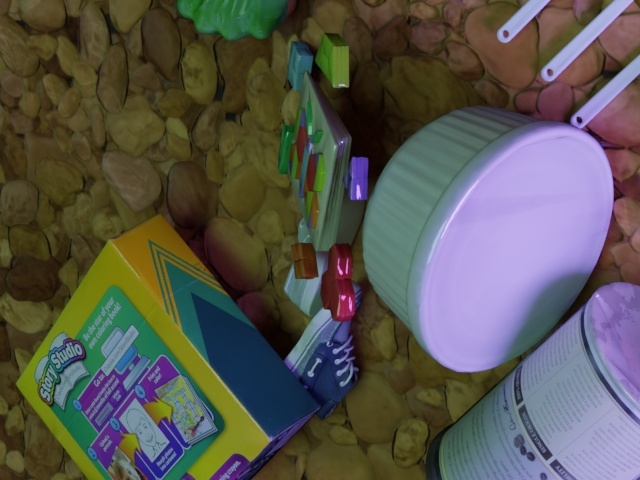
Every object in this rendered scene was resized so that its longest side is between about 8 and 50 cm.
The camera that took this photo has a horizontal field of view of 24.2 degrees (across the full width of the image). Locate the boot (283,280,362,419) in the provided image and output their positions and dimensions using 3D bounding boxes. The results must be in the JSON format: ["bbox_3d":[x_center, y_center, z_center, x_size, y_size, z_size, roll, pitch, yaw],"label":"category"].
[{"bbox_3d":[0.020,0.132,1.789,0.086,0.069,0.190,42,133,9],"label":"boot"}]

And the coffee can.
[{"bbox_3d":[0.269,0.203,1.552,0.201,0.201,0.275,49,126,11],"label":"coffee can"}]

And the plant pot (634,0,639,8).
[{"bbox_3d":[0.327,-0.334,1.352,0.205,0.205,0.188,-49,61,35],"label":"plant pot"}]

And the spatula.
[{"bbox_3d":[0.296,-0.237,1.505,0.168,0.019,0.242,49,127,4],"label":"spatula"}]

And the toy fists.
[{"bbox_3d":[-0.143,-0.332,1.723,0.279,0.096,0.142,34,112,22],"label":"toy fists"}]

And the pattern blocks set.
[{"bbox_3d":[-0.004,-0.083,1.620,0.325,0.026,0.285,-126,40,-67],"label":"pattern blocks set"}]

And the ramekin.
[{"bbox_3d":[0.162,-0.014,1.523,0.127,0.273,0.273,36,124,41],"label":"ramekin"}]

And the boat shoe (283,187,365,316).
[{"bbox_3d":[0.000,0.000,1.759,0.063,0.066,0.184,33,128,27],"label":"boat shoe"}]

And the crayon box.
[{"bbox_3d":[-0.207,0.195,1.904,0.313,0.106,0.363,51,135,11],"label":"crayon box"}]
